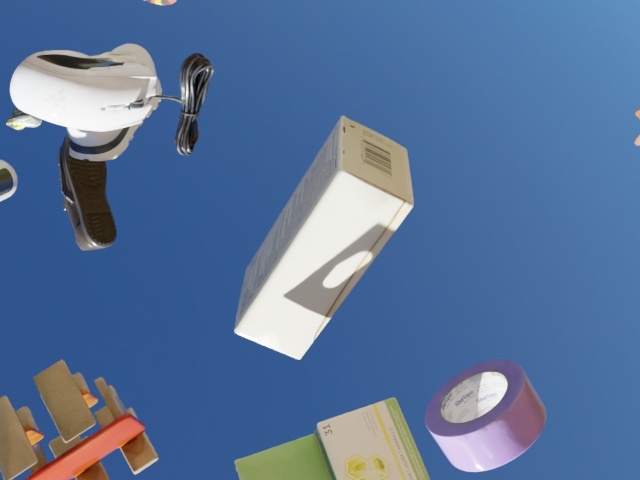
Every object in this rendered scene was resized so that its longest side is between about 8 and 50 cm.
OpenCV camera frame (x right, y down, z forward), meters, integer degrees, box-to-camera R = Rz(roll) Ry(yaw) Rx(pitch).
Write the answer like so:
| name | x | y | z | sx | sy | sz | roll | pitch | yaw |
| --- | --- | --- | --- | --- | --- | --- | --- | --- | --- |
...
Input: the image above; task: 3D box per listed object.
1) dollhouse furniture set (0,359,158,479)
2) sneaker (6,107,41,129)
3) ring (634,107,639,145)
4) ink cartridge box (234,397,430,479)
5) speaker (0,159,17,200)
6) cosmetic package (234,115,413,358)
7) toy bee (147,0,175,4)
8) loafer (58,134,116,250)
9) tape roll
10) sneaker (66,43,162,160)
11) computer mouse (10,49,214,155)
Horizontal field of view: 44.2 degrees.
| name | x | y | z | sx | sy | sz | roll | pitch | yaw |
| --- | --- | --- | --- | --- | --- | --- | --- | --- | --- |
| dollhouse furniture set | -0.344 | 0.299 | 1.000 | 0.259 | 0.262 | 0.135 | -32 | -113 | -9 |
| sneaker | -0.470 | -0.199 | 1.251 | 0.031 | 0.083 | 0.035 | 25 | -111 | -50 |
| ring | 0.425 | -0.219 | 0.749 | 0.032 | 0.336 | 0.336 | 47 | -141 | 12 |
| ink cartridge box | 0.022 | 0.328 | 1.053 | 0.235 | 0.056 | 0.171 | -15 | -116 | -16 |
| speaker | -0.429 | -0.062 | 0.967 | 0.055 | 0.055 | 0.136 | 45 | -164 | -7 |
| cosmetic package | 0.000 | 0.000 | 1.111 | 0.113 | 0.309 | 0.160 | 24 | -147 | -14 |
| toy bee | -0.307 | -0.462 | 1.087 | 0.195 | 0.162 | 0.298 | -55 | -36 | -44 |
| loafer | -0.416 | -0.080 | 1.356 | 0.080 | 0.078 | 0.220 | 9 | -120 | -50 |
| tape roll | 0.275 | 0.290 | 1.323 | 0.080 | 0.189 | 0.189 | 56 | -142 | -16 |
| sneaker | -0.261 | -0.199 | 0.999 | 0.090 | 0.095 | 0.235 | -1 | -140 | 3 |
| computer mouse | -0.186 | -0.129 | 0.730 | 0.193 | 0.106 | 0.042 | -4 | -138 | -40 |
